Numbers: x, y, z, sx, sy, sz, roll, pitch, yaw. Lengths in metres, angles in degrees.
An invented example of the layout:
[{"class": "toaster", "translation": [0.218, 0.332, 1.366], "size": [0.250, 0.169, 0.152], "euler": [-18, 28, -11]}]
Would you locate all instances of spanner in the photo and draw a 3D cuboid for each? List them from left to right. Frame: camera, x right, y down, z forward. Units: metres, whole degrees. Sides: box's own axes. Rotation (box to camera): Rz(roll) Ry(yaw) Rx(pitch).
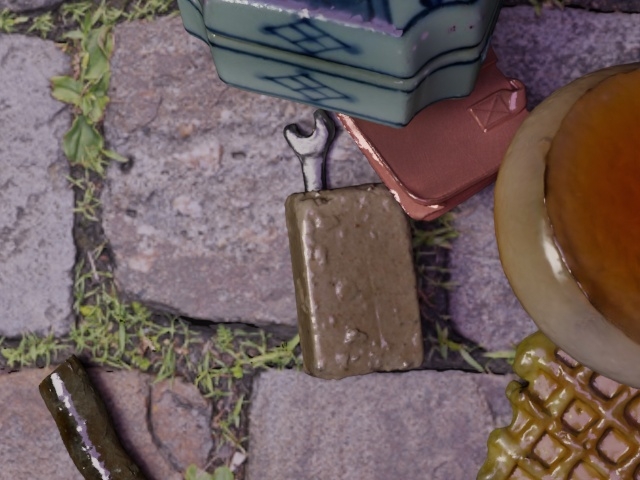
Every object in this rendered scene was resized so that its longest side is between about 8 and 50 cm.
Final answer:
[{"class": "spanner", "translation": [0.000, 0.000, 1.562], "size": [0.054, 0.015, 0.255], "euler": [-4, 93, 14]}]

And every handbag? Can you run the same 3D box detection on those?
[{"class": "handbag", "translation": [0.095, -0.140, 1.476], "size": [0.157, 0.059, 0.212], "euler": [-31, 78, -11]}]

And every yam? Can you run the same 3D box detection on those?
[{"class": "yam", "translation": [-0.206, 0.235, 1.600], "size": [0.061, 0.061, 0.253], "euler": [-30, 87, 12]}]

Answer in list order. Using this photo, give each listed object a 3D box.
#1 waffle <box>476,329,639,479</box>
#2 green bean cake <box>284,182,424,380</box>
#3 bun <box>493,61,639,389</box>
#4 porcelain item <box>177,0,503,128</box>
[{"class": "waffle", "translation": [0.307, 0.199, 1.494], "size": [0.300, 0.058, 0.282], "euler": [15, 96, 11]}, {"class": "green bean cake", "translation": [0.031, 0.037, 1.510], "size": [0.109, 0.085, 0.179], "euler": [-6, 93, -10]}, {"class": "bun", "translation": [0.287, -0.008, 1.415], "size": [0.298, 0.165, 0.299], "euler": [4, 75, -17]}, {"class": "porcelain item", "translation": [0.031, -0.260, 1.405], "size": [0.285, 0.157, 0.281], "euler": [16, 62, 10]}]
